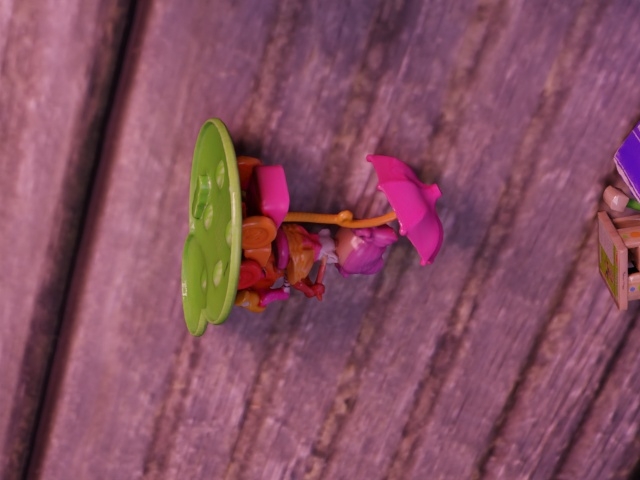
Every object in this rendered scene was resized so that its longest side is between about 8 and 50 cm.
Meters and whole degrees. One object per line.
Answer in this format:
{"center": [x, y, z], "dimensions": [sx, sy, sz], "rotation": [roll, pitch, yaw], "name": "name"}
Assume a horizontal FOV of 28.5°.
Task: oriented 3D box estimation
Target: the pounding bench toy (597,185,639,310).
{"center": [0.232, -0.003, 0.876], "dimensions": [0.065, 0.052, 0.083], "rotation": [-10, 122, -1], "name": "pounding bench toy"}

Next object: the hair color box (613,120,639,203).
{"center": [0.366, -0.124, 0.787], "dimensions": [0.185, 0.110, 0.339], "rotation": [24, 114, -19], "name": "hair color box"}

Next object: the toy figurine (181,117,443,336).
{"center": [0.000, 0.000, 0.828], "dimensions": [0.159, 0.130, 0.173], "rotation": [-1, 144, -18], "name": "toy figurine"}
